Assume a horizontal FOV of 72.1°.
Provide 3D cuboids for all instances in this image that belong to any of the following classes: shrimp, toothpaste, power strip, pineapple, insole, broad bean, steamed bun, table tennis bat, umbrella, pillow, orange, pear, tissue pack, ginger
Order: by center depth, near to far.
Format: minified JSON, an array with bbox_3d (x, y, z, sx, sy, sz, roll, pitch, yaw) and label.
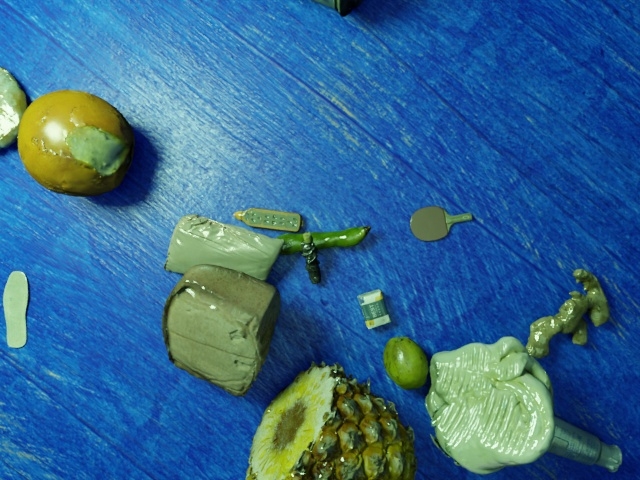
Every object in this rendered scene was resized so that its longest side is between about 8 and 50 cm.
[{"bbox_3d":[0.029,0.470,0.962,0.300,0.352,0.352,44,90,-9],"label":"pineapple"},{"bbox_3d":[-0.537,-0.212,0.982,0.239,0.240,0.240,0,91,-1],"label":"orange"},{"bbox_3d":[-0.211,0.182,1.010,0.251,0.199,0.301,23,124,9],"label":"steamed bun"},{"bbox_3d":[0.397,0.384,1.020,0.280,0.207,0.268,-22,58,22],"label":"steamed bun"},{"bbox_3d":[-0.917,-0.365,1.045,0.445,0.110,0.221,23,85,-5],"label":"shrimp"},{"bbox_3d":[-0.023,0.044,1.061,0.037,0.040,0.144,12,131,29],"label":"umbrella"},{"bbox_3d":[0.207,0.296,1.067,0.107,0.107,0.131,-22,95,0],"label":"pear"},{"bbox_3d":[-0.237,0.038,1.069,0.270,0.067,0.173,17,109,-2],"label":"pillow"},{"bbox_3d":[0.000,0.000,1.085,0.256,0.053,0.052,-8,60,4],"label":"broad bean"},{"bbox_3d":[-0.131,-0.053,1.095,0.178,0.028,0.049,7,92,0],"label":"power strip"},{"bbox_3d":[0.624,0.205,1.095,0.149,0.065,0.259,37,88,-4],"label":"ginger"},{"bbox_3d":[0.133,0.170,1.096,0.062,0.042,0.083,-17,92,-3],"label":"tissue pack"},{"bbox_3d":[-0.761,0.172,1.099,0.063,0.010,0.192,1,91,-1],"label":"insole"},{"bbox_3d":[0.586,0.488,1.102,0.299,0.073,0.114,21,92,6],"label":"toothpaste"},{"bbox_3d":[0.303,-0.047,1.110,0.156,0.013,0.087,-11,89,1],"label":"table tennis bat"}]

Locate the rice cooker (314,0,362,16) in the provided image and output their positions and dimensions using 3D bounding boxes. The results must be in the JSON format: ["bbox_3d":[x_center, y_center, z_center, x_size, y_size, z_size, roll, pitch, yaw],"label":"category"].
[{"bbox_3d":[0.017,-0.658,0.967,0.316,0.264,0.317,4,63,-7],"label":"rice cooker"}]
